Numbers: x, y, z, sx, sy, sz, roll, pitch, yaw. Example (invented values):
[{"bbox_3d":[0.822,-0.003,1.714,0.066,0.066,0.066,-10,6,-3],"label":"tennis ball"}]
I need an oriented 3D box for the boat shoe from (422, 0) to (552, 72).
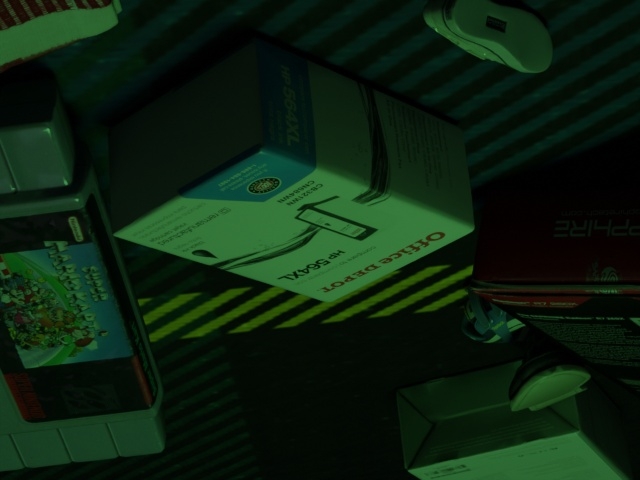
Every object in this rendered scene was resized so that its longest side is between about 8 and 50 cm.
[{"bbox_3d":[0.102,-0.127,0.961,0.100,0.035,0.035,13,176,-43],"label":"boat shoe"}]

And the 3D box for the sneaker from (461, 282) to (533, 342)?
[{"bbox_3d":[0.153,0.052,1.324,0.059,0.053,0.144,-3,154,-3],"label":"sneaker"}]

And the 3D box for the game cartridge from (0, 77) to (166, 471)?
[{"bbox_3d":[-0.244,0.045,1.091,0.230,0.068,0.355,-4,138,6],"label":"game cartridge"}]

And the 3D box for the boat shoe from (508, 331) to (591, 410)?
[{"bbox_3d":[0.195,0.110,1.394,0.075,0.065,0.206,-23,167,8],"label":"boat shoe"}]

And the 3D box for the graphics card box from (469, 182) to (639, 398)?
[{"bbox_3d":[0.305,0.054,1.248,0.232,0.094,0.371,-1,160,34],"label":"graphics card box"}]

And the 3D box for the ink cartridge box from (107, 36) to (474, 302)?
[{"bbox_3d":[-0.017,-0.040,1.048,0.203,0.086,0.148,19,145,-41],"label":"ink cartridge box"}]

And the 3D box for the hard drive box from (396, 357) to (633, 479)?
[{"bbox_3d":[0.204,0.205,1.616,0.181,0.089,0.232,-15,153,18],"label":"hard drive box"}]

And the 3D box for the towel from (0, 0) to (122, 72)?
[{"bbox_3d":[-0.220,-0.146,0.731,0.237,0.037,0.329,-26,157,-10],"label":"towel"}]
